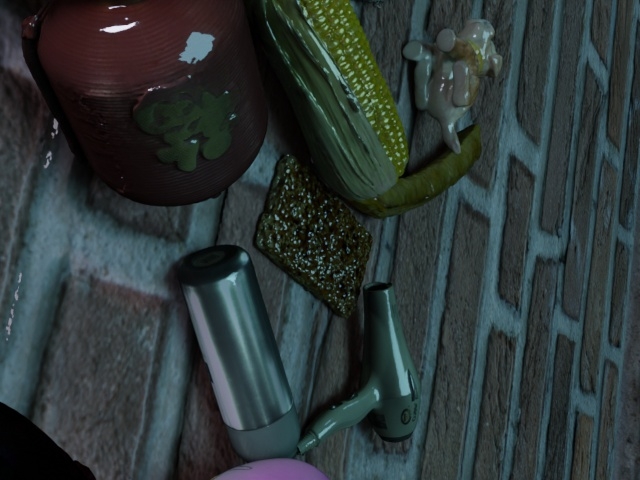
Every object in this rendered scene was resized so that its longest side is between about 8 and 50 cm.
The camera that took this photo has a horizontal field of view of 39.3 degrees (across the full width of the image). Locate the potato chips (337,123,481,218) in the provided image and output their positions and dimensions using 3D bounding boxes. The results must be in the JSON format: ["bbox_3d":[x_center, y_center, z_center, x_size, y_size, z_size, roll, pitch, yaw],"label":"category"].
[{"bbox_3d":[0.144,-0.090,1.308,0.407,0.057,0.080,-29,103,-53],"label":"potato chips"}]

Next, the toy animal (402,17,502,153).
[{"bbox_3d":[0.218,-0.241,1.377,0.185,0.104,0.183,-37,117,-57],"label":"toy animal"}]

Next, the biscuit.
[{"bbox_3d":[0.000,0.000,1.116,0.231,0.025,0.131,42,57,-51],"label":"biscuit"}]

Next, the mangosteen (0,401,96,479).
[{"bbox_3d":[-0.247,0.230,0.485,0.313,0.297,0.296,-54,135,-57],"label":"mangosteen"}]

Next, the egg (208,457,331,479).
[{"bbox_3d":[-0.077,0.319,0.859,0.271,0.196,0.196,-61,139,-47],"label":"egg"}]

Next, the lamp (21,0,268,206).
[{"bbox_3d":[-0.139,-0.130,0.748,0.258,0.180,0.180,80,30,-51],"label":"lamp"}]

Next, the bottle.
[{"bbox_3d":[-0.080,0.126,0.951,0.096,0.080,0.253,-77,154,-65],"label":"bottle"}]

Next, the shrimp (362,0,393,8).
[{"bbox_3d":[0.070,-0.329,1.196,0.092,0.038,0.029,-4,96,-57],"label":"shrimp"}]

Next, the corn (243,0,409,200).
[{"bbox_3d":[0.007,-0.182,1.040,0.123,0.122,0.305,-45,125,-26],"label":"corn"}]

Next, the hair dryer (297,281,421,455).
[{"bbox_3d":[0.053,0.161,1.167,0.225,0.088,0.218,5,90,-46],"label":"hair dryer"}]
